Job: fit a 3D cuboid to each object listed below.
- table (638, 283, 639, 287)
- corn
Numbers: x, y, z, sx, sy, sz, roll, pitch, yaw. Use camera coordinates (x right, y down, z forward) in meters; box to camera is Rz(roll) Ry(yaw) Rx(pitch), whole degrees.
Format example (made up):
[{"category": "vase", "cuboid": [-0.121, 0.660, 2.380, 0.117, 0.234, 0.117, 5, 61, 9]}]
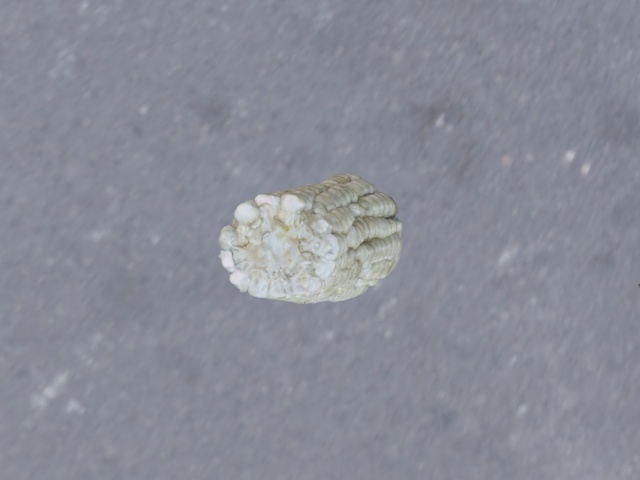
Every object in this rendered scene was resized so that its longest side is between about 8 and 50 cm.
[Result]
[{"category": "table", "cuboid": [0.305, 0.067, 1.554, 0.070, 0.083, 0.082, -27, 59, 12]}, {"category": "corn", "cuboid": [0.000, 0.000, 1.296, 0.087, 0.211, 0.087, 1, 93, 12]}]
